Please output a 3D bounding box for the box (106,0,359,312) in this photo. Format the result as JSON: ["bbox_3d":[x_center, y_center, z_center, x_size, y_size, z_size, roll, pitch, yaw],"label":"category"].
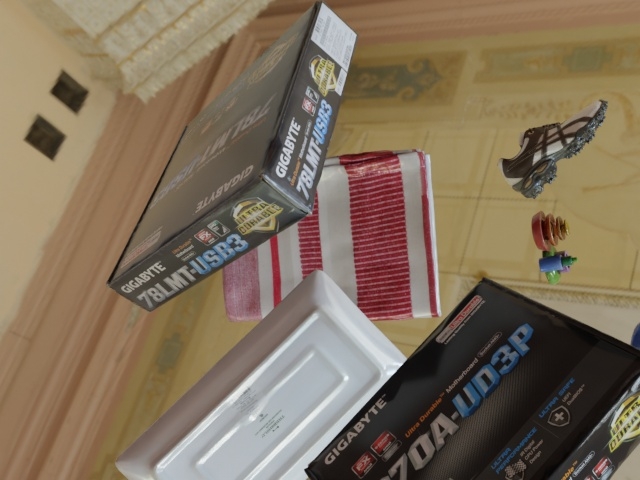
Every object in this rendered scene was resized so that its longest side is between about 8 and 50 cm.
[{"bbox_3d":[-0.098,-0.093,0.830,0.295,0.073,0.293,-30,-148,41],"label":"box"}]

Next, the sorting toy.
[{"bbox_3d":[0.279,0.011,0.847,0.042,0.102,0.061,-11,-141,28],"label":"sorting toy"}]

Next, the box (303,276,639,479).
[{"bbox_3d":[0.113,0.143,0.529,0.220,0.051,0.175,-45,-150,-8],"label":"box"}]

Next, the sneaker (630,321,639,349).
[{"bbox_3d":[0.439,0.181,0.979,0.058,0.085,0.152,1,-99,36],"label":"sneaker"}]

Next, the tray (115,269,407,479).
[{"bbox_3d":[-0.049,0.169,0.691,0.270,0.145,0.030,-44,-174,-5],"label":"tray"}]

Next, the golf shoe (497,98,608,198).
[{"bbox_3d":[0.368,-0.163,1.153,0.198,0.077,0.094,-45,-112,1],"label":"golf shoe"}]

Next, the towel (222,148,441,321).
[{"bbox_3d":[0.000,0.000,1.032,0.329,0.037,0.237,-3,-84,23],"label":"towel"}]
